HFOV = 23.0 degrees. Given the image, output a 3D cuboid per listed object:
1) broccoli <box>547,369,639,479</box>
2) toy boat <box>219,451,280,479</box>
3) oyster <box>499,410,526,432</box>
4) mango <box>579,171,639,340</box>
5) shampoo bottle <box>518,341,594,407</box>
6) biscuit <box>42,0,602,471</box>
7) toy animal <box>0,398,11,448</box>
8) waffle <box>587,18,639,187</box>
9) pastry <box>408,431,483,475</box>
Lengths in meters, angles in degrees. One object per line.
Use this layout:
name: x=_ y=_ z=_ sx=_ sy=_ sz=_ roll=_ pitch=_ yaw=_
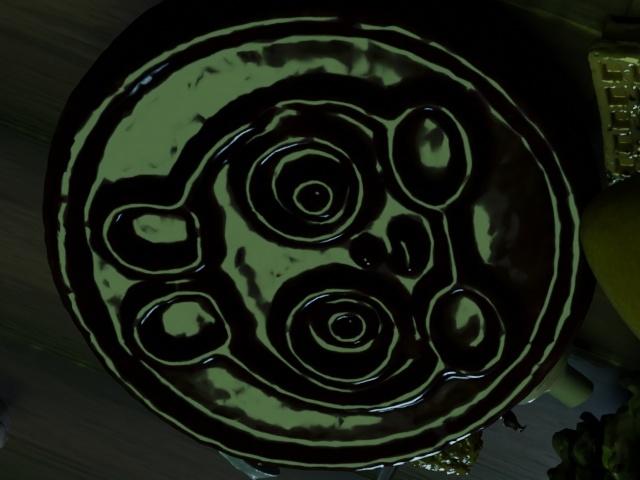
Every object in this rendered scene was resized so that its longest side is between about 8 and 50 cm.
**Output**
broccoli: x=0.341 y=0.234 z=1.269 sx=0.334 sy=0.272 sz=0.324 roll=-1 pitch=98 yaw=37
toy boat: x=-0.043 y=0.193 z=1.561 sx=0.122 sy=0.034 sz=0.096 roll=-29 pitch=120 yaw=36
oyster: x=0.111 y=0.121 z=1.346 sx=0.177 sy=0.056 sz=0.105 roll=29 pitch=178 yaw=-44
mango: x=0.347 y=0.053 z=1.025 sx=0.384 sy=0.221 sz=0.199 roll=26 pitch=133 yaw=-12
shampoo bottle: x=0.098 y=0.043 z=1.250 sx=0.303 sy=0.092 sz=0.092 roll=36 pitch=141 yaw=-16
biscuit: x=0.000 y=0.000 z=1.127 sx=0.407 sy=0.091 sz=0.407 roll=2 pitch=121 yaw=3
toy animal: x=-0.426 y=0.159 z=1.646 sx=0.212 sy=0.124 sz=0.124 roll=42 pitch=138 yaw=-24
waffle: x=0.240 y=-0.083 z=1.067 sx=0.102 sy=0.042 sz=0.148 roll=5 pitch=140 yaw=22
pastry: x=0.096 y=0.178 z=1.425 sx=0.097 sy=0.057 sz=0.109 roll=21 pitch=174 yaw=-40
